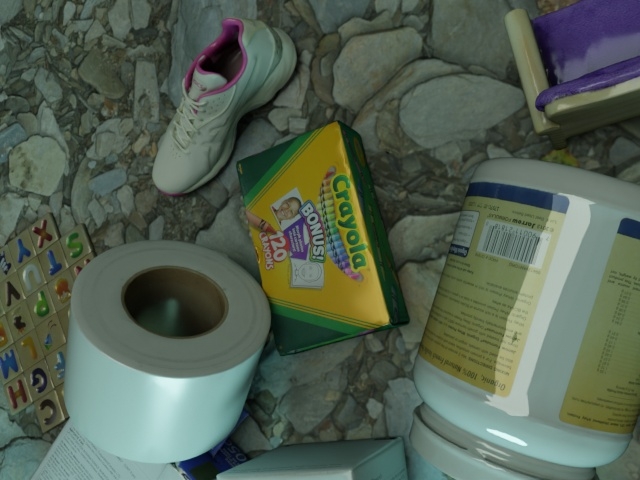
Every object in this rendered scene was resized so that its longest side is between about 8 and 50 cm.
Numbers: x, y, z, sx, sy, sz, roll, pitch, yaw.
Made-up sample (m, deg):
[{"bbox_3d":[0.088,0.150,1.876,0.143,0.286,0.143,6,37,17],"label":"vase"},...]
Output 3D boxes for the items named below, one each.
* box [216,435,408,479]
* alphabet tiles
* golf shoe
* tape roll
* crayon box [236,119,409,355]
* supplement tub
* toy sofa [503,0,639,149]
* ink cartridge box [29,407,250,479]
[{"bbox_3d":[-0.001,0.320,0.793,0.181,0.182,0.119,-12,81,24],"label":"box"},{"bbox_3d":[-0.474,0.139,1.125,0.285,0.011,0.342,-31,73,19],"label":"alphabet tiles"},{"bbox_3d":[-0.169,-0.197,0.947,0.115,0.140,0.306,43,104,20],"label":"golf shoe"},{"bbox_3d":[-0.201,0.137,0.844,0.246,0.246,0.169,37,129,23],"label":"tape roll"},{"bbox_3d":[0.000,0.000,0.879,0.165,0.081,0.278,-19,77,22],"label":"crayon box"},{"bbox_3d":[0.230,0.092,0.683,0.228,0.228,0.316,18,93,25],"label":"supplement tub"},{"bbox_3d":[0.389,-0.229,0.670,0.363,0.177,0.150,-16,79,24],"label":"toy sofa"},{"bbox_3d":[-0.259,0.373,0.925,0.270,0.151,0.395,39,103,22],"label":"ink cartridge box"}]
